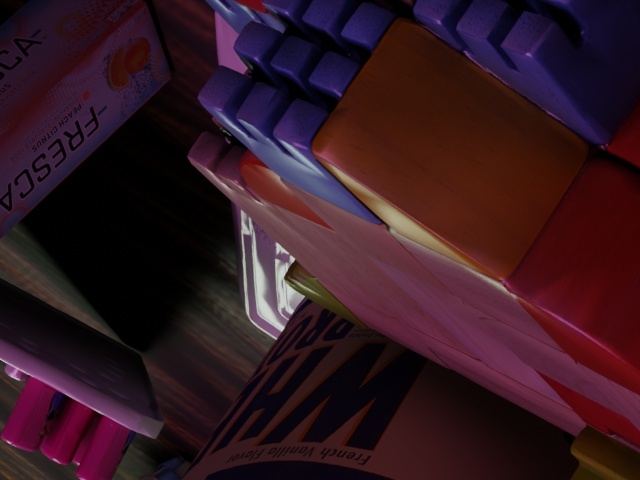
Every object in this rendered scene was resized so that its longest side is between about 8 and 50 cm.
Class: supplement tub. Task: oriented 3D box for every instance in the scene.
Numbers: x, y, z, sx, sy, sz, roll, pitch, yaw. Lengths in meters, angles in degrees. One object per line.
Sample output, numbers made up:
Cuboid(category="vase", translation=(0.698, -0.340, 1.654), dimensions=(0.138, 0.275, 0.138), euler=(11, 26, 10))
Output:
Cuboid(category="supplement tub", translation=(0.032, 0.173, 0.849), dimensions=(0.235, 0.325, 0.235), euler=(14, 129, 18))

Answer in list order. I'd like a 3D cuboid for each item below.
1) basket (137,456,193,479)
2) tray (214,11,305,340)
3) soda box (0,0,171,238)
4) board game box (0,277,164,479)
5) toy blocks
Cuboid(category="basket", translation=(-0.174, 0.317, 1.452), dimensions=(0.201, 0.289, 0.255), euler=(41, 153, 4))
Cuboid(category="tray", translation=(0.000, 0.000, 1.027), dimensions=(0.145, 0.030, 0.270), euler=(33, 153, 21))
Cuboid(category="soda box", translation=(-0.162, -0.057, 0.990), dimensions=(0.063, 0.183, 0.058), euler=(28, 150, 31))
Cuboid(category="board game box", translation=(-0.283, 0.015, 1.150), dimensions=(0.390, 0.050, 0.390), euler=(29, 178, -7))
Cuboid(category="toy blocks", translation=(0.077, -0.015, 0.619), dimensions=(0.381, 0.191, 0.261), euler=(27, 169, 42))
